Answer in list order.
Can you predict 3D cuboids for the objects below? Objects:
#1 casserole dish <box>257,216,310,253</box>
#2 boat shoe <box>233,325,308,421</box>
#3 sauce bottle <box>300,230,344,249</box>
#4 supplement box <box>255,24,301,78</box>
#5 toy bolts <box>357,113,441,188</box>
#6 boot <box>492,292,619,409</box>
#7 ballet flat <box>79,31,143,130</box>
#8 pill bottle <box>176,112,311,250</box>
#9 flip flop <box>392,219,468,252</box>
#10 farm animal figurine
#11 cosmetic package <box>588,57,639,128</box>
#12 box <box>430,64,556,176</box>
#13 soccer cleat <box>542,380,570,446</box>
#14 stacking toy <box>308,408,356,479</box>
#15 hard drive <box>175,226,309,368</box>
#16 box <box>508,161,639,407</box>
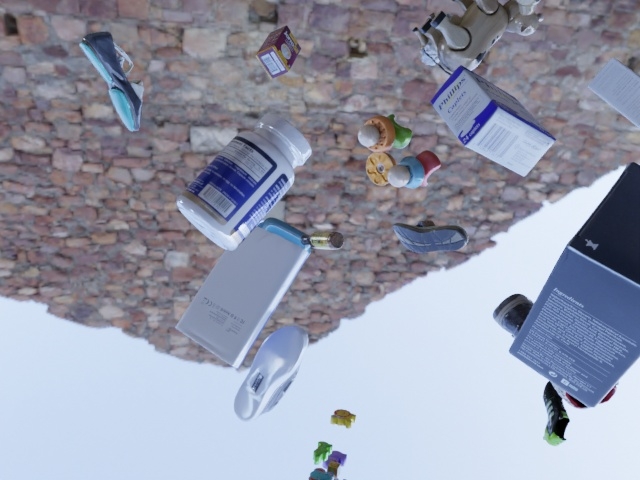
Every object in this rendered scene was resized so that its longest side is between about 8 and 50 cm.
[{"bbox_3d":[-0.117,0.007,1.903,0.189,0.114,0.037,29,-167,-9],"label":"casserole dish"},{"bbox_3d":[-0.106,0.331,1.535,0.108,0.301,0.102,41,-158,30],"label":"boat shoe"},{"bbox_3d":[0.000,0.000,1.371,0.042,0.042,0.128,-20,-169,-35],"label":"sauce bottle"},{"bbox_3d":[-0.075,-0.342,1.112,0.043,0.055,0.083,-14,-140,32],"label":"supplement box"},{"bbox_3d":[0.186,-0.210,1.690,0.159,0.218,0.228,-19,-126,-43],"label":"toy bolts"},{"bbox_3d":[0.632,0.299,1.560,0.378,0.138,0.284,31,-163,-35],"label":"boot"},{"bbox_3d":[-0.379,-0.306,1.171,0.074,0.203,0.074,-12,-139,10],"label":"ballet flat"},{"bbox_3d":[-0.148,-0.121,1.229,0.153,0.153,0.264,32,-106,35],"label":"pill bottle"},{"bbox_3d":[0.356,-0.025,1.969,0.277,0.112,0.080,-1,-141,45],"label":"flip flop"},{"bbox_3d":[0.356,-0.460,1.233,0.172,0.327,0.330,43,-166,-12],"label":"farm animal figurine"},{"bbox_3d":[0.706,-0.289,1.326,0.117,0.085,0.231,1,-137,-49],"label":"cosmetic package"},{"bbox_3d":[0.249,-0.176,0.893,0.126,0.072,0.137,19,-149,-30],"label":"box"},{"bbox_3d":[0.627,0.453,1.618,0.060,0.072,0.178,20,-122,-11],"label":"soccer cleat"},{"bbox_3d":[0.011,0.449,1.201,0.052,0.166,0.221,9,-171,18],"label":"stacking toy"},{"bbox_3d":[-0.193,0.123,1.493,0.210,0.040,0.318,24,-103,34],"label":"hard drive"},{"bbox_3d":[0.591,0.098,1.243,0.212,0.395,0.293,34,-122,24],"label":"box"}]
